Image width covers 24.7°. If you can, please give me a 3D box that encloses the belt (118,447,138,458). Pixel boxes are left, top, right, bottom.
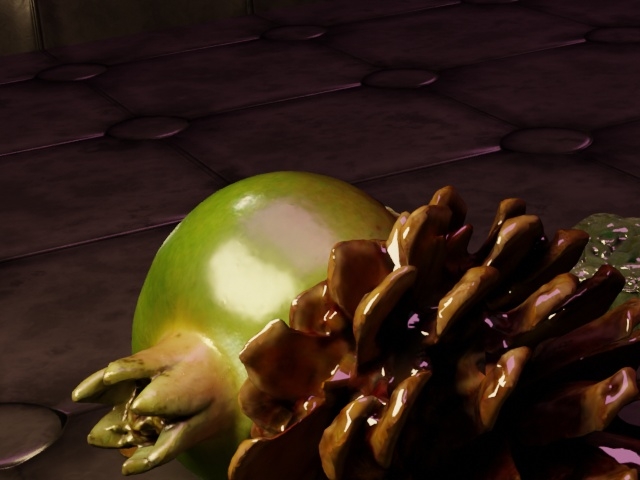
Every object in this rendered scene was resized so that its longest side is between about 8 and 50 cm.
[{"bbox_3d":[-0.181,0.188,1.469,0.059,0.036,0.083,-9,19,-8],"label":"belt"}]

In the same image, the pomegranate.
[{"bbox_3d":[-0.081,0.079,1.314,0.358,0.310,0.216,-20,55,-43],"label":"pomegranate"}]

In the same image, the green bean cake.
[{"bbox_3d":[0.351,0.044,1.668,0.183,0.094,0.185,10,30,32],"label":"green bean cake"}]

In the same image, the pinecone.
[{"bbox_3d":[0.134,0.163,1.113,0.384,0.384,0.384,-4,21,2],"label":"pinecone"}]

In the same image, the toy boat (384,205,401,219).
[{"bbox_3d":[-0.009,-0.003,1.862,0.293,0.109,0.099,8,-11,42],"label":"toy boat"}]
